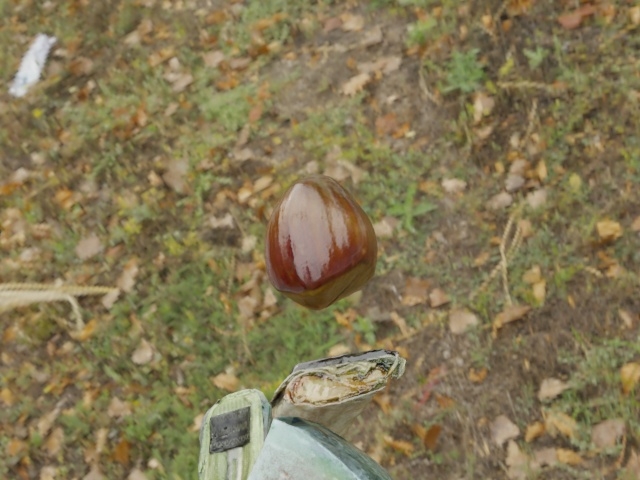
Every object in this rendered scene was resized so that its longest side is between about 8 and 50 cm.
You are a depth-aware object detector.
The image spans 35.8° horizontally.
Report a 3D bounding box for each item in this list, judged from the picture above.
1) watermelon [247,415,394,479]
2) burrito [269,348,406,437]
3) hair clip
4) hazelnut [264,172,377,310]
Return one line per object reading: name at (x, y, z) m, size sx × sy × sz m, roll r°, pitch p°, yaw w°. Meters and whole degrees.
watermelon at (-0.002, 0.296, 0.906) m, size 0.213 × 0.290 × 0.320 m, roll -25°, pitch 25°, yaw -5°
burrito at (-0.009, 0.287, 1.676) m, size 0.175 × 0.348 × 0.107 m, roll 6°, pitch 53°, yaw -27°
hair clip at (-0.116, 0.364, 1.338) m, size 0.138 × 0.091 × 0.321 m, roll -26°, pitch 40°, yaw 37°
hazelnut at (-0.003, 0.001, 1.607) m, size 0.181 × 0.212 × 0.181 m, roll 47°, pitch 108°, yaw 22°
